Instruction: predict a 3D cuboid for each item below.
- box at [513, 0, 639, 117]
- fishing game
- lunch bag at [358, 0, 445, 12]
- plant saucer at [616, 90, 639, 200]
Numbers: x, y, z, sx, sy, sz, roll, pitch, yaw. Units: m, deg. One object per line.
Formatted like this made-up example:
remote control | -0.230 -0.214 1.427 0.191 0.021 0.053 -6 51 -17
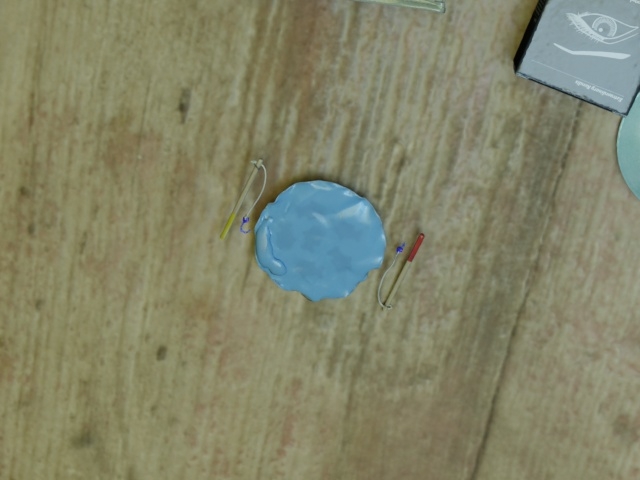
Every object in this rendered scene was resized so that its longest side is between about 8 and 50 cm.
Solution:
box | 0.347 -0.279 1.393 0.153 0.108 0.207 23 109 0
fishing game | 0.000 0.000 1.565 0.264 0.041 0.189 21 116 -5
lunch bag | 0.029 -0.413 1.365 0.287 0.169 0.235 8 108 0
plant saucer | 0.478 -0.123 1.432 0.195 0.037 0.195 -1 89 36
